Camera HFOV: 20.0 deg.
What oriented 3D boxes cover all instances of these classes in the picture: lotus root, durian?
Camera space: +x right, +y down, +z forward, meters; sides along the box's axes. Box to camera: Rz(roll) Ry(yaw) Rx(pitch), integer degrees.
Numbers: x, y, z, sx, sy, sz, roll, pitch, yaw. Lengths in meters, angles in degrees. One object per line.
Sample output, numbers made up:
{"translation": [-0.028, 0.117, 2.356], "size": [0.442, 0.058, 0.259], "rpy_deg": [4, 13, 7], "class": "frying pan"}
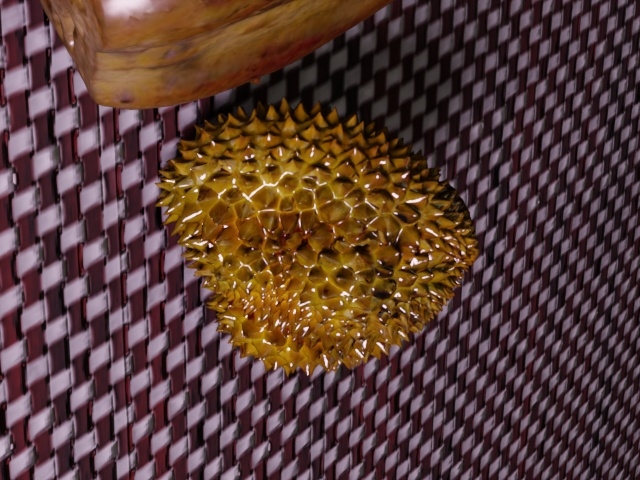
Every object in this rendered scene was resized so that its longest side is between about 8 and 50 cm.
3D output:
{"translation": [-0.017, -0.187, 0.802], "size": [0.291, 0.193, 0.193], "rpy_deg": [-34, 136, -25], "class": "lotus root"}
{"translation": [0.000, 0.000, 0.962], "size": [0.158, 0.168, 0.137], "rpy_deg": [78, 21, -68], "class": "durian"}
